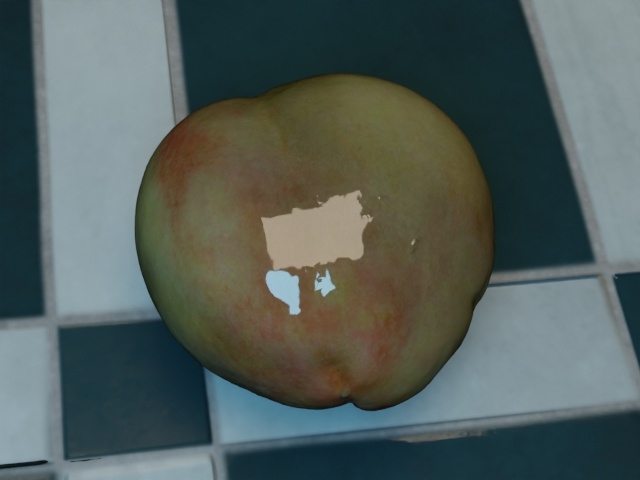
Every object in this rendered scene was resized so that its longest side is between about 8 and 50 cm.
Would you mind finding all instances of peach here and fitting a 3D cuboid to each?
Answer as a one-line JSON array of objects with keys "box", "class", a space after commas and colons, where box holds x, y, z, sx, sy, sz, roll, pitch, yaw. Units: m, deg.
[{"box": [-0.001, 0.001, 1.036, 0.292, 0.247, 0.292, 7, 36, -5], "class": "peach"}]
